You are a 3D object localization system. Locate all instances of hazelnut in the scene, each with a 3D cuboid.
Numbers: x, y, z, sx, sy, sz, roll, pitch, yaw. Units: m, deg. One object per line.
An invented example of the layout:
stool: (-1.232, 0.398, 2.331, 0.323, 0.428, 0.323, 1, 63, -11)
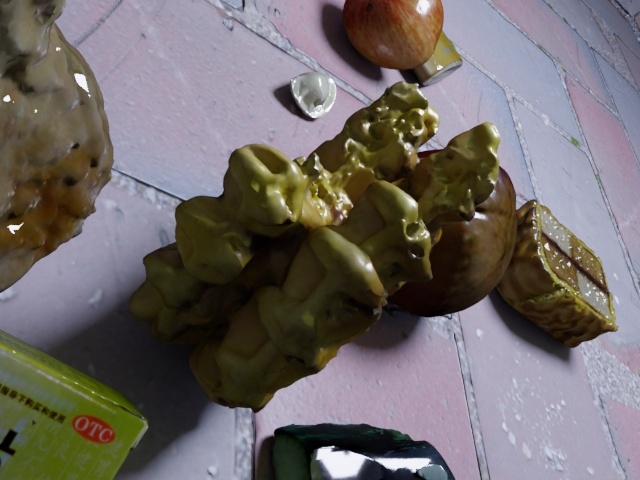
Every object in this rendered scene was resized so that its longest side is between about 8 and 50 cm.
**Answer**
hazelnut: (0.115, -0.017, 0.792, 0.208, 0.208, 0.208, 28, 44, -32)

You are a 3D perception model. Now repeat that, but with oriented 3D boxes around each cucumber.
cucumber: (0.049, 0.213, 0.614, 0.193, 0.086, 0.115, 18, 52, -31)

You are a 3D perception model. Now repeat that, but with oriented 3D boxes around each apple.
apple: (0.112, -0.327, 1.042, 0.131, 0.146, 0.146, 53, 29, -45)

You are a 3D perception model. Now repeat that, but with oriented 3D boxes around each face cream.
face cream: (0.130, -0.396, 1.175, 0.285, 0.067, 0.139, 56, 34, 1)

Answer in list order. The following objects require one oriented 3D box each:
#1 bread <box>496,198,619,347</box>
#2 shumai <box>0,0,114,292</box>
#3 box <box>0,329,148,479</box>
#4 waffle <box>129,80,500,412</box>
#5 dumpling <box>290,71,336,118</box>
bread: (0.351, 0.057, 1.050, 0.222, 0.096, 0.181, 34, 42, -30)
shumai: (-0.219, -0.113, 0.409, 0.267, 0.262, 0.314, 36, 42, -23)
box: (-0.238, 0.098, 0.317, 0.260, 0.062, 0.175, 36, 76, -23)
waffle: (0.000, 0.000, 0.565, 0.151, 0.261, 0.324, 50, 33, 5)
dumpling: (-0.009, -0.183, 0.881, 0.077, 0.043, 0.059, -28, 102, -69)
